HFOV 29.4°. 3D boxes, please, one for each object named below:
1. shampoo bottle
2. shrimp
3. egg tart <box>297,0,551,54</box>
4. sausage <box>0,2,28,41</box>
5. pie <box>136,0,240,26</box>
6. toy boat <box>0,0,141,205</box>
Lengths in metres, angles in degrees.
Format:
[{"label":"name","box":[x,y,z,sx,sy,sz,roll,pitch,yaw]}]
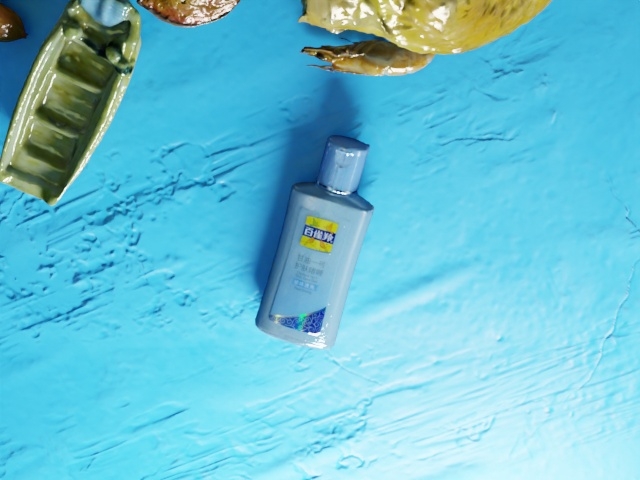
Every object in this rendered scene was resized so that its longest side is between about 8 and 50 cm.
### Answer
[{"label":"shampoo bottle","box":[0.000,0.000,1.465,0.103,0.061,0.258,17,108,3]},{"label":"shrimp","box":[0.056,-0.237,1.394,0.162,0.045,0.095,2,107,9]},{"label":"egg tart","box":[0.158,-0.318,1.211,0.153,0.351,0.339,44,113,30]},{"label":"sausage","box":[-0.424,-0.296,1.437,0.183,0.054,0.062,47,147,-10]},{"label":"pie","box":[-0.117,-0.309,1.397,0.088,0.033,0.191,39,112,-25]},{"label":"toy boat","box":[-0.291,-0.179,1.443,0.111,0.084,0.276,27,111,-4]}]
